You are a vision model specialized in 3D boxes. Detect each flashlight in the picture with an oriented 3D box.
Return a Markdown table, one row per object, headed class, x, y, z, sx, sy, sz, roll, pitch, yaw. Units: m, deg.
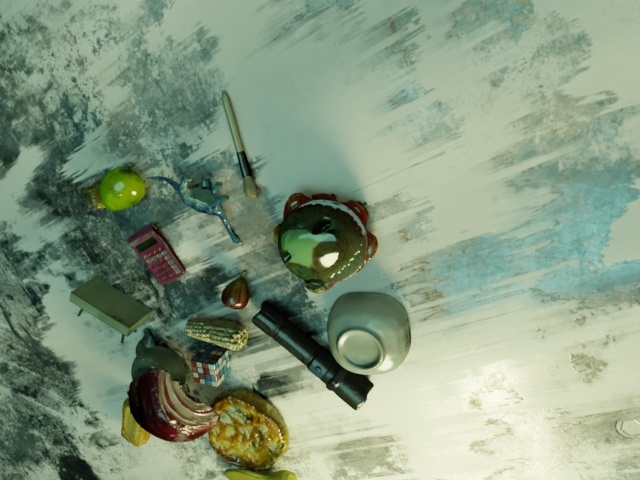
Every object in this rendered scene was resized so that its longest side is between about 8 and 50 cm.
| class | x | y | z | sx | sy | sz | roll | pitch | yaw |
| --- | --- | --- | --- | --- | --- | --- | --- | --- | --- |
| flashlight | -0.029 | 0.339 | 1.503 | 0.424 | 0.103 | 0.103 | 38 | 121 | 4 |

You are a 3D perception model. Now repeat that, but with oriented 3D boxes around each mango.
| class | x | y | z | sx | sy | sz | roll | pitch | yaw |
| --- | --- | --- | --- | --- | --- | --- | --- | --- | --- |
| mango | -0.602 | -0.147 | 1.506 | 0.119 | 0.100 | 0.178 | 48 | 128 | -7 |

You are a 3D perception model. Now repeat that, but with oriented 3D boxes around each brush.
| class | x | y | z | sx | sy | sz | roll | pitch | yaw |
| --- | --- | --- | --- | --- | --- | --- | --- | --- | --- |
| brush | -0.216 | -0.252 | 1.346 | 0.042 | 0.039 | 0.299 | 18 | 124 | 59 |

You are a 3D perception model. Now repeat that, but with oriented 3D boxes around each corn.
| class | x | y | z | sx | sy | sz | roll | pitch | yaw |
| --- | --- | --- | --- | --- | --- | --- | --- | --- | --- |
| corn | -0.330 | 0.294 | 1.608 | 0.210 | 0.087 | 0.087 | 9 | 116 | 24 |

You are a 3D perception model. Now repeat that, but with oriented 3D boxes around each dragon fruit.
| class | x | y | z | sx | sy | sz | roll | pitch | yaw |
| --- | --- | --- | --- | --- | --- | --- | --- | --- | --- |
| dragon fruit | 0.000 | 0.000 | 1.322 | 0.295 | 0.130 | 0.268 | -3 | 116 | 22 |

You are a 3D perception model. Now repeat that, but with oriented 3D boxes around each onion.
| class | x | y | z | sx | sy | sz | roll | pitch | yaw |
| --- | --- | --- | --- | --- | --- | --- | --- | --- | --- |
| onion | -0.508 | 0.583 | 1.639 | 0.314 | 0.146 | 0.280 | 39 | 122 | -19 |

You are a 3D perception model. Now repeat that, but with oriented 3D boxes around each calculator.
| class | x | y | z | sx | sy | sz | roll | pitch | yaw |
| --- | --- | --- | --- | --- | --- | --- | --- | --- | --- |
| calculator | -0.518 | 0.047 | 1.597 | 0.126 | 0.034 | 0.190 | -25 | 107 | 28 |

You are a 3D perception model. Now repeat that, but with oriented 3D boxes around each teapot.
| class | x | y | z | sx | sy | sz | roll | pitch | yaw |
| --- | --- | --- | --- | --- | --- | --- | --- | --- | --- |
| teapot | -0.554 | 0.454 | 1.739 | 0.193 | 0.129 | 0.294 | -28 | 102 | 29 |

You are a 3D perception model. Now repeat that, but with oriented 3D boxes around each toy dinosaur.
| class | x | y | z | sx | sy | sz | roll | pitch | yaw |
| --- | --- | --- | --- | --- | --- | --- | --- | --- | --- |
| toy dinosaur | -0.333 | -0.126 | 1.425 | 0.329 | 0.076 | 0.144 | 36 | 128 | -8 |

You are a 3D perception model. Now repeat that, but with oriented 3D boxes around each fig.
| class | x | y | z | sx | sy | sz | roll | pitch | yaw |
| --- | --- | --- | --- | --- | --- | --- | --- | --- | --- |
| fig | -0.248 | 0.145 | 1.516 | 0.088 | 0.089 | 0.125 | 22 | 91 | 11 |

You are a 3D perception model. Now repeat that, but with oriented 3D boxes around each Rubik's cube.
| class | x | y | z | sx | sy | sz | roll | pitch | yaw |
| --- | --- | --- | --- | --- | --- | --- | --- | --- | --- |
| Rubik's cube | -0.362 | 0.414 | 1.661 | 0.092 | 0.092 | 0.092 | 4 | 114 | 19 |

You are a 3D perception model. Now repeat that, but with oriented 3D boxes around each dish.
| class | x | y | z | sx | sy | sz | roll | pitch | yaw |
| --- | --- | --- | --- | --- | --- | --- | --- | --- | --- |
| dish | 0.125 | 0.273 | 1.393 | 0.256 | 0.117 | 0.256 | 9 | 116 | 19 |

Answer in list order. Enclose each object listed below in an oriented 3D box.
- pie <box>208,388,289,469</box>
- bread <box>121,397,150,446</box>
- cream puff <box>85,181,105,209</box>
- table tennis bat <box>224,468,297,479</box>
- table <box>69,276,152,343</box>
| class | x | y | z | sx | sy | sz | roll | pitch | yaw |
| --- | --- | --- | --- | --- | --- | --- | --- | --- | --- |
| pie | -0.254 | 0.645 | 1.727 | 0.315 | 0.092 | 0.315 | 6 | 110 | 18 |
| bread | -0.702 | 0.691 | 1.924 | 0.114 | 0.083 | 0.211 | 26 | 120 | 15 |
| cream puff | -0.697 | -0.140 | 1.574 | 0.083 | 0.083 | 0.058 | 47 | 166 | -15 |
| table tennis bat | -0.197 | 0.832 | 1.742 | 0.224 | 0.054 | 0.368 | 33 | 142 | -20 |
| table | -0.719 | 0.246 | 1.712 | 0.240 | 0.121 | 0.111 | 29 | 120 | 8 |
